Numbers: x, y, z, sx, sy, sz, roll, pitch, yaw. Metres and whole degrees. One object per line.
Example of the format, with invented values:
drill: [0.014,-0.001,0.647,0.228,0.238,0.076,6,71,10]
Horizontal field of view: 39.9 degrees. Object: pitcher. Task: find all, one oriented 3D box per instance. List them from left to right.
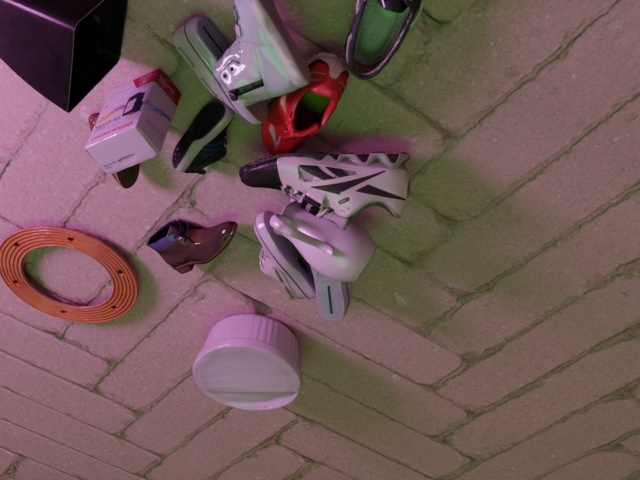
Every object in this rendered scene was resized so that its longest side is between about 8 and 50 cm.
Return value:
pitcher: [0.000,0.000,1.750,0.207,0.178,0.125,31,105,4]

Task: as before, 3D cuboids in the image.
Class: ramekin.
ramekin: [-0.171,0.293,2.165,0.273,0.127,0.272,4,136,4]

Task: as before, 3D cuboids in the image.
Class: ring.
ring: [-0.594,0.079,2.083,0.337,0.032,0.336,5,135,5]

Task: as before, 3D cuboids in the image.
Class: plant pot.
plant pot: [-0.450,-0.365,1.501,0.167,0.187,0.188,24,136,3]

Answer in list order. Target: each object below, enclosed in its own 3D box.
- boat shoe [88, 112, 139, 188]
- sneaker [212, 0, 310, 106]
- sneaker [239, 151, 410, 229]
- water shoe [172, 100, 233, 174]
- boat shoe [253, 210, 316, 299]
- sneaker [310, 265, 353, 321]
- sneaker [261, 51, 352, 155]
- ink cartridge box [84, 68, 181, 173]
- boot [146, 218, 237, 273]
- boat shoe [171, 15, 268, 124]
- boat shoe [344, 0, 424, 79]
boat shoe: [-0.414,-0.183,1.766,0.060,0.064,0.178,22,143,32]
sneaker: [-0.140,-0.345,1.475,0.151,0.094,0.255,-22,108,19]
sneaker: [0.006,-0.093,1.687,0.331,0.146,0.122,0,176,5]
water shoe: [-0.213,-0.200,1.715,0.080,0.072,0.203,13,145,-36]
boat shoe: [-0.090,0.041,1.919,0.088,0.096,0.267,-17,139,19]
sneaker: [0.024,0.047,1.909,0.094,0.091,0.258,5,116,11]
sneaker: [-0.042,-0.227,1.601,0.107,0.118,0.279,23,144,-14]
ink cartridge box: [-0.344,-0.220,1.625,0.128,0.175,0.072,-18,130,25]
boot: [-0.281,-0.003,1.909,0.106,0.082,0.219,36,132,-29]
boat shoe: [-0.180,-0.302,1.596,0.076,0.083,0.226,-14,120,36]
boat shoe: [0.119,-0.393,1.429,0.114,0.091,0.302,13,136,-5]
